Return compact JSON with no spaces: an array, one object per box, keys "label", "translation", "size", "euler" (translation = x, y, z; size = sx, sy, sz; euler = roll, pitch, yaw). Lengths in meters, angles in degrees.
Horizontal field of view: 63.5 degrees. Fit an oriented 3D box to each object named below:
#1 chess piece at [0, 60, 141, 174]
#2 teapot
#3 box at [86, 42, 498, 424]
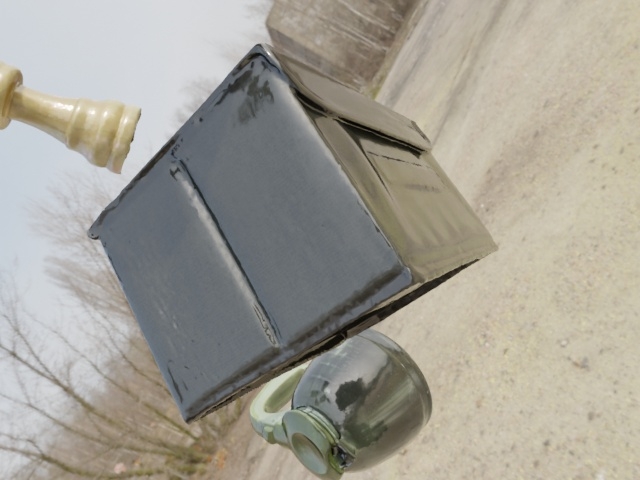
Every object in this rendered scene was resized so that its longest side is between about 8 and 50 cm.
[{"label":"chess piece","translation":[-0.477,-0.215,0.759],"size":[0.117,0.397,0.117],"euler":[-51,29,43]},{"label":"teapot","translation":[0.016,0.294,0.965],"size":[0.239,0.321,0.240],"euler":[-29,-43,-40]},{"label":"box","translation":[0.000,-0.001,0.541],"size":[0.251,0.204,0.345],"euler":[-37,-14,25]}]
